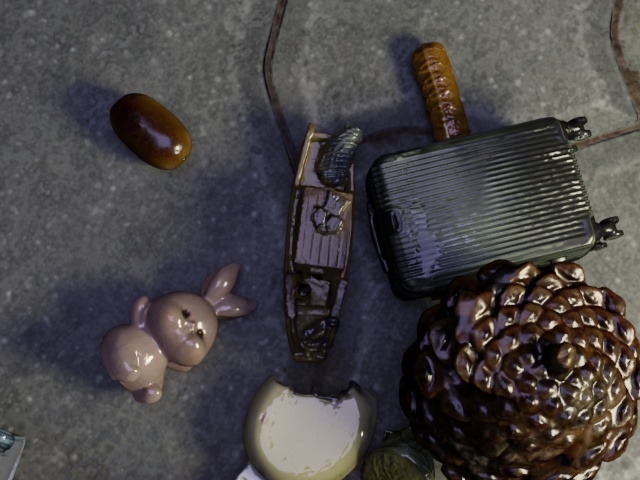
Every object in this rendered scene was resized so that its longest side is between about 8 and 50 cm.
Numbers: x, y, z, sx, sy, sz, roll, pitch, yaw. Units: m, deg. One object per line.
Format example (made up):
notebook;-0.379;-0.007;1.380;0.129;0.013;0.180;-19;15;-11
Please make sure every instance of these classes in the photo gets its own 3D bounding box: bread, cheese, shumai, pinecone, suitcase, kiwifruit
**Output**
bread;0.166;-0.200;1.488;0.052;0.044;0.157;-15;80;0
cheese;-0.034;0.284;1.373;0.163;0.071;0.248;23;79;2
shumai;0.109;0.290;1.381;0.099;0.123;0.087;13;38;18
pinecone;0.239;0.166;1.308;0.298;0.296;0.242;26;46;-8
suitcase;0.220;-0.044;1.418;0.312;0.128;0.202;-13;79;-5
kiwifruit;-0.227;-0.146;1.443;0.124;0.075;0.075;38;80;8

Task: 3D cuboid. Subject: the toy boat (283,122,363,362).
toy boat;0.000;0.000;1.405;0.089;0.121;0.321;8;79;-7

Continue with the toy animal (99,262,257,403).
toy animal;-0.178;0.108;1.376;0.212;0.124;0.124;-36;83;-5

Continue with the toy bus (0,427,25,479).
toy bus;-0.458;0.244;1.228;0.136;0.329;0.109;19;78;11
